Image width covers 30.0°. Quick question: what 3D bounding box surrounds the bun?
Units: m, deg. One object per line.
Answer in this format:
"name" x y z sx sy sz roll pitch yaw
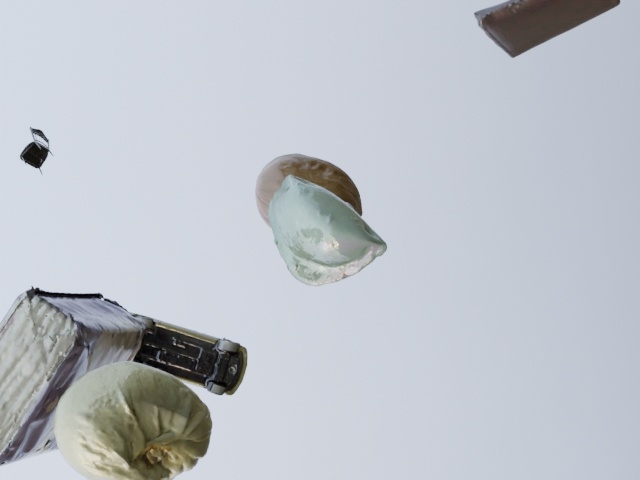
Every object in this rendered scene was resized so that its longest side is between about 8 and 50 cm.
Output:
"bun" -0.220 0.229 1.424 0.188 0.111 0.164 34 -85 -29

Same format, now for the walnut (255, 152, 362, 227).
"walnut" -0.021 -0.076 2.220 0.167 0.207 0.167 18 -90 -88

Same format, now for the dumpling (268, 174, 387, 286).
"dumpling" 0.007 -0.009 1.945 0.105 0.216 0.149 -43 -26 -38

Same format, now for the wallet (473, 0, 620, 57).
"wallet" 0.405 -0.408 2.112 0.182 0.229 0.049 24 -131 -58

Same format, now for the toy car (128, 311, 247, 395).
"toy car" -0.257 0.205 2.178 0.124 0.256 0.101 78 -152 -86

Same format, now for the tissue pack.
"tissue pack" -0.395 0.195 1.752 0.242 0.125 0.343 -58 -8 1

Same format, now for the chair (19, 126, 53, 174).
"chair" -0.416 -0.130 1.749 0.037 0.086 0.042 35 -79 -31
